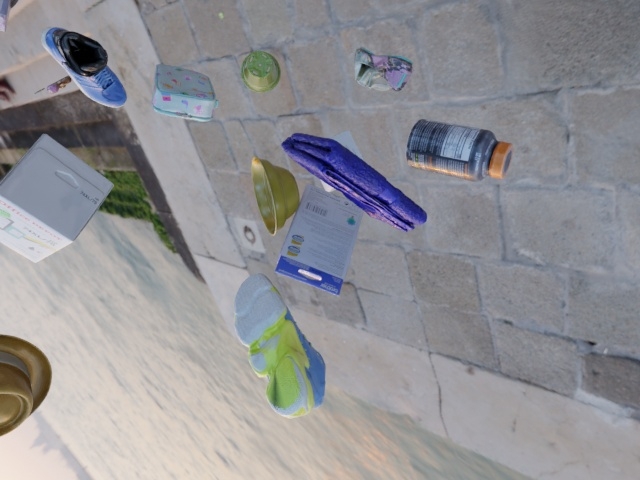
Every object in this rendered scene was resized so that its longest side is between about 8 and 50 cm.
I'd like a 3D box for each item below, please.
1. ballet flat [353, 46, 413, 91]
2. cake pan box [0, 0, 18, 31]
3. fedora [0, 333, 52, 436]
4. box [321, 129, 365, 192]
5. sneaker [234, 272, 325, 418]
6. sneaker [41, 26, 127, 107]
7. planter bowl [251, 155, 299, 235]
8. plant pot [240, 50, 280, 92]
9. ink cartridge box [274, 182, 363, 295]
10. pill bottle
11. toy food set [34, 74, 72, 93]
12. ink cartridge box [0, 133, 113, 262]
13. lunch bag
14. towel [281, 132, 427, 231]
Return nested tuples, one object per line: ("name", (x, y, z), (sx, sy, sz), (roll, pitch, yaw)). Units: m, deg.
("ballet flat", (0.120, -0.367, 1.008), (0.079, 0.076, 0.221), (-61, 33, 15))
("cake pan box", (-0.819, -0.620, 1.028), (0.070, 0.266, 0.246), (-26, 62, 52))
("fedora", (-0.493, 0.232, 0.682), (0.079, 0.194, 0.194), (27, 138, 42))
("box", (0.053, -0.244, 1.463), (0.130, 0.091, 0.170), (63, 160, 2))
("sneaker", (-0.061, 0.170, 0.748), (0.126, 0.091, 0.240), (40, -156, -55))
("sneaker", (-0.349, -0.260, 0.721), (0.084, 0.058, 0.152), (25, 161, 37))
("planter bowl", (-0.113, -0.128, 1.253), (0.217, 0.090, 0.217), (166, 90, -73))
("plant pot", (-0.120, -0.346, 0.936), (0.083, 0.083, 0.079), (60, 179, -12))
("ink cartridge box", (0.000, 0.000, 1.282), (0.185, 0.311, 0.065), (22, 144, -5))
("pill bottle", (0.351, -0.223, 1.174), (0.245, 0.130, 0.130), (20, 134, 29))
("toy food set", (-0.582, -0.359, 1.057), (0.019, 0.122, 0.078), (63, -178, -30))
("ink cartridge box", (-0.711, -0.097, 1.182), (0.270, 0.197, 0.198), (-17, 132, 40))
("lunch bag", (-0.494, -0.534, 1.695), (0.108, 0.224, 0.279), (-65, 31, 33))
("towel", (0.070, -0.124, 1.042), (0.308, 0.076, 0.227), (32, 178, -34))
